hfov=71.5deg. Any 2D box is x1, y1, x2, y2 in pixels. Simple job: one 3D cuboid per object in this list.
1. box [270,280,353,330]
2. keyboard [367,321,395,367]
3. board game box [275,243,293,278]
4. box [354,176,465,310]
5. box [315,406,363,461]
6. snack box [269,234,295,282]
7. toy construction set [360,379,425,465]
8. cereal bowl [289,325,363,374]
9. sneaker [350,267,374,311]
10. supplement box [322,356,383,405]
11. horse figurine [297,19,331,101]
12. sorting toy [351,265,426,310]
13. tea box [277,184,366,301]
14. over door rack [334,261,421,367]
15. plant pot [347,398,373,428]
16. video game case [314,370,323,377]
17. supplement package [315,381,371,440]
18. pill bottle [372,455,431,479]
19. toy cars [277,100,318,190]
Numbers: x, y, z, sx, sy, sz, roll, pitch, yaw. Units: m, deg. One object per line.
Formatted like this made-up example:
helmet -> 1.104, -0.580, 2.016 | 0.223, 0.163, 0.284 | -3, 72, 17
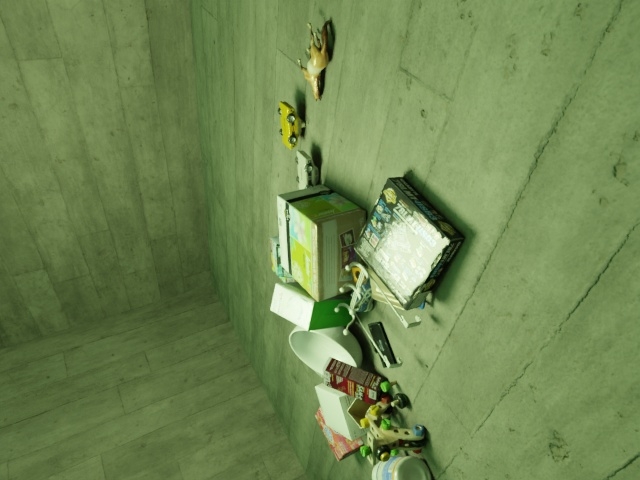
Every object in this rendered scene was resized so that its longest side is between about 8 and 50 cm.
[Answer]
box -> -0.028, 0.258, 1.816 | 0.231, 0.262, 0.126 | 18, 100, 41
keyboard -> 0.235, 0.408, 1.734 | 0.108, 0.023, 0.180 | -32, 76, 57
board game box -> -0.160, 0.108, 2.249 | 0.026, 0.126, 0.186 | -65, -21, -57
box -> 0.252, 0.008, 1.346 | 0.295, 0.074, 0.293 | 52, 135, 35
box -> 0.090, 0.948, 2.233 | 0.256, 0.123, 0.128 | 57, 149, 31
snack box -> -0.201, 0.102, 2.371 | 0.174, 0.070, 0.206 | 41, 141, 48
toy construction set -> 0.226, 0.750, 1.706 | 0.257, 0.238, 0.308 | 53, 148, 36
cereal bowl -> 0.038, 0.452, 1.943 | 0.339, 0.141, 0.338 | 20, 139, 18
sneaker -> 0.163, 0.197, 1.681 | 0.080, 0.081, 0.211 | 47, 143, 46
supplement box -> 0.132, 0.582, 1.834 | 0.240, 0.073, 0.130 | 16, 136, 22
horse figurine -> -0.018, -0.639, 1.563 | 0.263, 0.066, 0.174 | 128, 127, -63
sorting toy -> 0.235, 0.122, 1.515 | 0.348, 0.047, 0.195 | 14, 116, 52
tea box -> 0.000, 0.000, 1.729 | 0.324, 0.220, 0.328 | 37, 136, 50
over door rack -> 0.171, 0.261, 1.530 | 0.324, 0.108, 0.239 | 45, 138, 34
plant pot -> 0.200, 0.726, 1.883 | 0.109, 0.096, 0.109 | -55, 39, 1
video game case -> -0.030, 0.648, 2.416 | 0.143, 0.019, 0.157 | 17, 121, 61
supplement package -> 0.113, 0.764, 2.051 | 0.262, 0.145, 0.203 | -15, 92, 64
pill bottle -> 0.307, 0.936, 1.755 | 0.152, 0.153, 0.272 | 65, 153, 18
toy cars -> -0.078, -0.380, 1.825 | 0.176, 0.087, 0.393 | -13, 97, 70
